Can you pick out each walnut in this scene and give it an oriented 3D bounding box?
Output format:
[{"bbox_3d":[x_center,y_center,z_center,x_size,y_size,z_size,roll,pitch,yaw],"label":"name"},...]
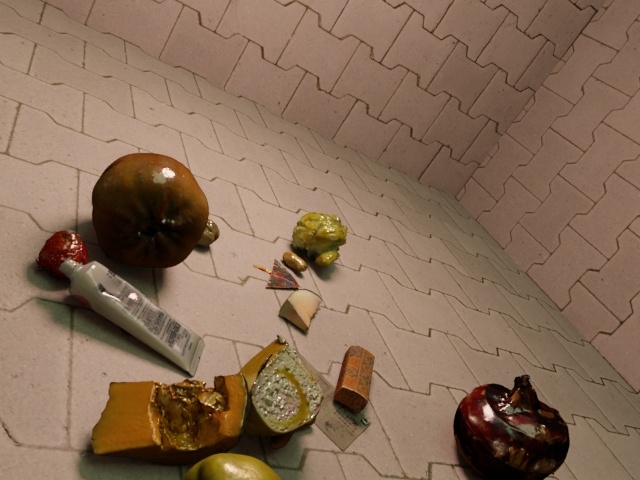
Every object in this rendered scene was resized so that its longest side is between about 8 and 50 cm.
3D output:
[{"bbox_3d":[-0.326,-0.025,1.593,0.092,0.092,0.092,29,23,-13],"label":"walnut"}]

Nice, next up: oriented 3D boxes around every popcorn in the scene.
[{"bbox_3d":[0.000,0.000,1.894,0.198,0.198,0.212,8,58,-47],"label":"popcorn"}]

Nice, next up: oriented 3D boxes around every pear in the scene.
[{"bbox_3d":[-0.130,0.413,0.836,0.198,0.198,0.198,29,23,-13],"label":"pear"}]

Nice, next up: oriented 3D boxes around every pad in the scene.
[{"bbox_3d":[-0.008,0.360,1.335,0.265,0.009,0.160,41,24,17],"label":"pad"}]

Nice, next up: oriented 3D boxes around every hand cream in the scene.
[{"bbox_3d":[-0.382,0.149,1.171,0.341,0.078,0.124,41,18,-17],"label":"hand cream"}]

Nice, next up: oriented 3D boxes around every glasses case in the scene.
[{"bbox_3d":[0.090,0.341,1.439,0.075,0.049,0.218,34,19,-1],"label":"glasses case"}]

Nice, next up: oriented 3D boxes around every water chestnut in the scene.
[{"bbox_3d":[0.490,0.469,1.453,0.300,0.300,0.300,29,23,-13],"label":"water chestnut"}]

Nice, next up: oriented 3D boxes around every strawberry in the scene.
[{"bbox_3d":[-0.526,0.030,1.183,0.106,0.106,0.106,29,23,-13],"label":"strawberry"}]

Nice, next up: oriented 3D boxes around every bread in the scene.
[{"bbox_3d":[-0.096,0.304,1.154,0.158,0.156,0.261,54,35,-6],"label":"bread"}]

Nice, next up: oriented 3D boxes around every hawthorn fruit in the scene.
[{"bbox_3d":[-0.410,-0.080,1.363,0.268,0.267,0.301,24,16,-24],"label":"hawthorn fruit"}]

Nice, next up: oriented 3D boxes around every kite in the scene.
[{"bbox_3d":[-0.127,0.105,1.691,0.159,0.010,0.190,29,21,-7],"label":"kite"}]

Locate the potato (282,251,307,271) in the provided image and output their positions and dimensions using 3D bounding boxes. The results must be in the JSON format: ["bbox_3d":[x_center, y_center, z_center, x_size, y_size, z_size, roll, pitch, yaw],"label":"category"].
[{"bbox_3d":[-0.079,0.069,1.786,0.092,0.046,0.045,32,63,18],"label":"potato"}]

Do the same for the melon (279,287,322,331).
[{"bbox_3d":[-0.048,0.179,1.597,0.098,0.054,0.182,40,23,-2],"label":"melon"}]

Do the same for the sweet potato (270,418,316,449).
[{"bbox_3d":[-0.061,0.384,1.168,0.044,0.044,0.179,41,17,16],"label":"sweet potato"}]

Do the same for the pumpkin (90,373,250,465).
[{"bbox_3d":[-0.246,0.309,0.974,0.248,0.126,0.130,2,58,-10],"label":"pumpkin"}]
